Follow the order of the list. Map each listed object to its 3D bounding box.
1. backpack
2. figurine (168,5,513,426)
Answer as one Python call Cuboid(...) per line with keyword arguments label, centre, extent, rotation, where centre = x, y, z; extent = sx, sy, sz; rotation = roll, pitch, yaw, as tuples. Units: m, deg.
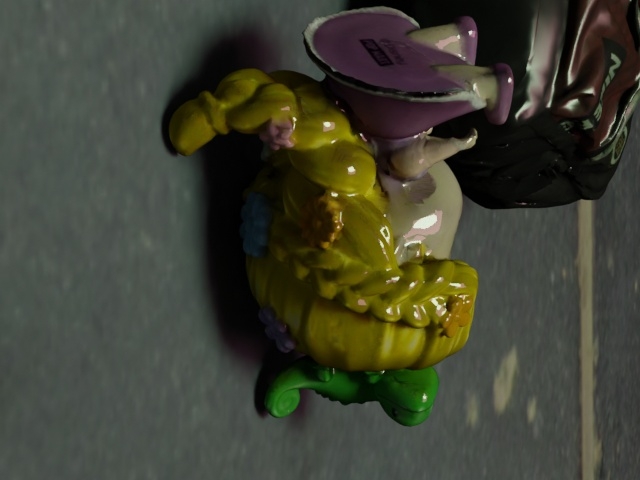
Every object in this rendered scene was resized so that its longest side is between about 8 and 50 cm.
Cuboid(label="backpack", centre=(0.088, -0.076, 0.791), extent=(0.165, 0.106, 0.120), rotation=(25, 70, -62))
Cuboid(label="figurine", centre=(0.000, 0.000, 0.666), extent=(0.095, 0.115, 0.156), rotation=(-108, -160, -52))
